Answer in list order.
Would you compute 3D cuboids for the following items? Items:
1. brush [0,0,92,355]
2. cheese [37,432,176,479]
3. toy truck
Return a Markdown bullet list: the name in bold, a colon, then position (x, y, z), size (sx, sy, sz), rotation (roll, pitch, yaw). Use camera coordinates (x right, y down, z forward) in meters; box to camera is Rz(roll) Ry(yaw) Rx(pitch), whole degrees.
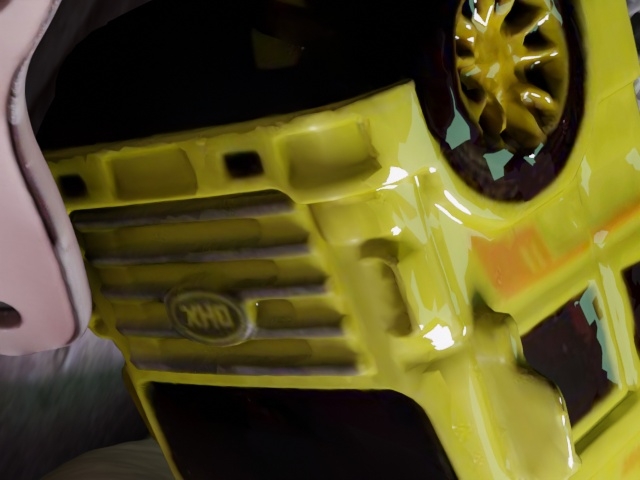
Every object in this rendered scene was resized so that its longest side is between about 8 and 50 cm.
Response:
- **brush**: position (-0.081, -0.066, 0.337), size (0.313, 0.072, 0.067), rotation (97, 3, -56)
- **cheese**: position (-0.074, 0.156, 0.609), size (0.328, 0.130, 0.351), rotation (98, 16, -54)
- **toy truck**: position (0.100, -0.031, 0.544), size (0.405, 0.181, 0.254), rotation (-30, 106, -43)
